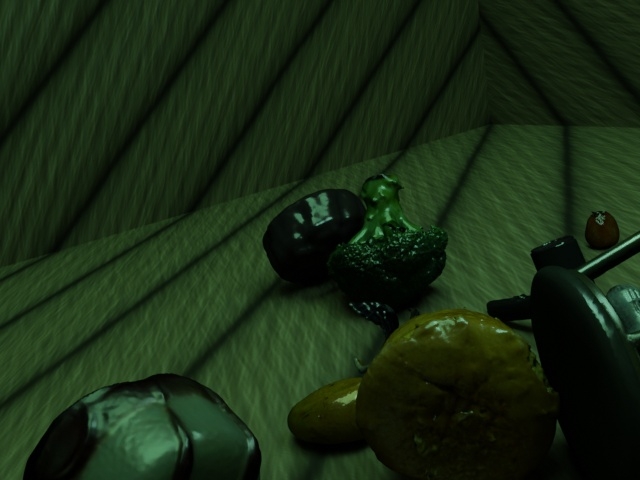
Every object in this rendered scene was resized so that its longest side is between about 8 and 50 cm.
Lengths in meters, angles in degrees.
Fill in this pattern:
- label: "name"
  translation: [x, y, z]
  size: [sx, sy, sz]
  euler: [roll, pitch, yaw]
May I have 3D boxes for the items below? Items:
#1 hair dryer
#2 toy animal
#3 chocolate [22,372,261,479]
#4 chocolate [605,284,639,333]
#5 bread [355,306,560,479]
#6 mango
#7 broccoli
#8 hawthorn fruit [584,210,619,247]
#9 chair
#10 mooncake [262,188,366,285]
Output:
- label: "hair dryer"
  translation: [0.408, 0.114, 1.300]
  size: [0.089, 0.197, 0.251]
  euler: [-21, -2, -35]
- label: "toy animal"
  translation: [0.127, 0.186, 1.219]
  size: [0.160, 0.272, 0.197]
  euler: [-44, 15, 16]
- label: "chocolate"
  translation: [-0.200, 0.318, 0.842]
  size: [0.283, 0.283, 0.186]
  euler: [-21, 38, -31]
- label: "chocolate"
  translation: [0.532, 0.145, 1.152]
  size: [0.072, 0.072, 0.167]
  euler: [-11, 51, -2]
- label: "bread"
  translation: [0.181, 0.209, 0.940]
  size: [0.268, 0.268, 0.146]
  euler: [-8, 12, 8]
- label: "mango"
  translation: [0.029, 0.273, 1.093]
  size: [0.165, 0.089, 0.115]
  euler: [-16, 15, -7]
- label: "broccoli"
  translation: [0.148, 0.012, 1.580]
  size: [0.297, 0.297, 0.297]
  euler: [-3, -19, -1]
- label: "hawthorn fruit"
  translation: [0.686, -0.031, 1.683]
  size: [0.081, 0.093, 0.081]
  euler: [-11, 18, 3]
- label: "chair"
  translation: [0.502, 0.132, 0.838]
  size: [0.410, 0.364, 0.362]
  euler: [-15, 17, 2]
- label: "mooncake"
  translation: [0.000, 0.000, 1.751]
  size: [0.283, 0.141, 0.283]
  euler: [-22, -26, -12]
